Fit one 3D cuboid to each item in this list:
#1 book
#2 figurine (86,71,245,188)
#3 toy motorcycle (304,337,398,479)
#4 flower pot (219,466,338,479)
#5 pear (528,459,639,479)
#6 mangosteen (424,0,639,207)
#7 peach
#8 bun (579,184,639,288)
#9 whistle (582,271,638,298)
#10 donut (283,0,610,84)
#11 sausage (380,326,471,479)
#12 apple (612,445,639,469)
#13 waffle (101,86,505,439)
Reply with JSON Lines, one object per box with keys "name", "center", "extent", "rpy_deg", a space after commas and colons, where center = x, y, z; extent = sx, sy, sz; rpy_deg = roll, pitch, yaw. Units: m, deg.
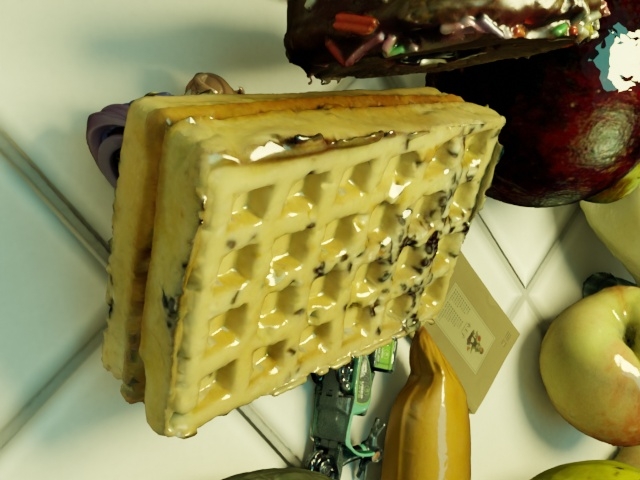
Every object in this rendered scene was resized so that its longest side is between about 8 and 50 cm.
{"name": "book", "center": [0.172, 0.102, 0.920], "extent": [0.198, 0.016, 0.138], "rpy_deg": [52, 59, -23]}
{"name": "figurine", "center": [-0.117, -0.086, 0.651], "extent": [0.157, 0.114, 0.126], "rpy_deg": [-32, 144, -40]}
{"name": "toy motorcycle", "center": [0.031, 0.182, 0.784], "extent": [0.100, 0.058, 0.173], "rpy_deg": [20, 74, -41]}
{"name": "flower pot", "center": [-0.015, 0.351, 0.630], "extent": [0.302, 0.213, 0.301], "rpy_deg": [1, 88, -32]}
{"name": "pear", "center": [0.329, 0.406, 0.873], "extent": [0.294, 0.294, 0.294], "rpy_deg": [2, 86, -37]}
{"name": "mangosteen", "center": [0.275, -0.188, 0.828], "extent": [0.330, 0.330, 0.330], "rpy_deg": [2, 86, -37]}
{"name": "peach", "center": [0.406, 0.174, 0.991], "extent": [0.232, 0.232, 0.232], "rpy_deg": [2, 86, -37]}
{"name": "bun", "center": [0.528, -0.049, 1.071], "extent": [0.364, 0.202, 0.364], "rpy_deg": [12, 53, -17]}
{"name": "whistle", "center": [0.527, 0.111, 1.164], "extent": [0.312, 0.062, 0.062], "rpy_deg": [18, 77, -36]}
{"name": "donut", "center": [0.094, -0.192, 0.605], "extent": [0.270, 0.270, 0.103], "rpy_deg": [-13, 100, -37]}
{"name": "sausage", "center": [0.116, 0.249, 0.816], "extent": [0.112, 0.112, 0.328], "rpy_deg": [9, 83, -37]}
{"name": "apple", "center": [0.582, 0.426, 1.056], "extent": [0.319, 0.277, 0.319], "rpy_deg": [1, 89, -37]}
{"name": "waffle", "center": [0.000, 0.000, 0.655], "extent": [0.376, 0.114, 0.261], "rpy_deg": [-14, 125, -45]}
